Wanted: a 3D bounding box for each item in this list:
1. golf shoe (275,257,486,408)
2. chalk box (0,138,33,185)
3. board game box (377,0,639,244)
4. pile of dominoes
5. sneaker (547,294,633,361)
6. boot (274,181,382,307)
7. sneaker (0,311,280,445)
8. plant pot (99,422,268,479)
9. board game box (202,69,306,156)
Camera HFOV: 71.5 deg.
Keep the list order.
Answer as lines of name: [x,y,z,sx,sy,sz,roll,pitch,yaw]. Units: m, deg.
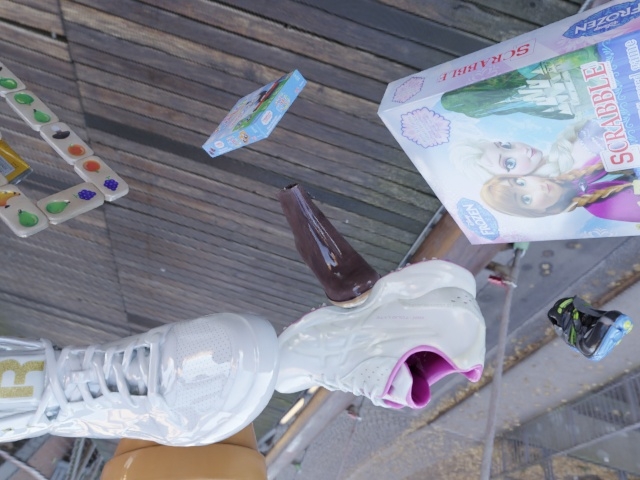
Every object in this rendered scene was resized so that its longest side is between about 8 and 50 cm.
golf shoe: [0.049,0.139,0.524,0.306,0.140,0.115,-33,135,28]
chalk box: [-0.598,-0.065,0.597,0.288,0.180,0.179,-35,116,-1]
board game box: [0.289,-0.114,0.580,0.317,0.066,0.318,-5,142,45]
pile of dominoes: [-0.343,-0.102,0.421,0.251,0.196,0.040,42,135,8]
sneaker: [0.363,0.117,0.620,0.078,0.067,0.188,44,-178,14]
boot: [0.000,0.000,0.766,0.207,0.090,0.248,60,166,-16]
sneaker: [-0.186,0.122,0.366,0.292,0.108,0.169,-24,152,31]
plant pot: [-0.243,0.376,0.831,0.290,0.204,0.291,-4,141,-3]
board game box: [-0.140,-0.256,0.913,0.211,0.160,0.039,-5,139,49]
